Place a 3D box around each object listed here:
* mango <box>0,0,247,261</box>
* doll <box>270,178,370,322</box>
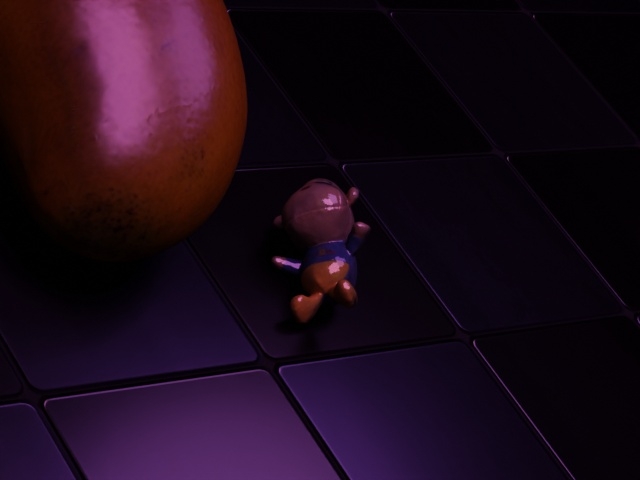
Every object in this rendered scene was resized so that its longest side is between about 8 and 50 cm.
[{"bbox_3d":[-0.193,-0.143,1.803,0.263,0.221,0.378,14,48,-31],"label":"mango"},{"bbox_3d":[0.000,0.000,1.886,0.179,0.102,0.089,-96,163,-54],"label":"doll"}]
